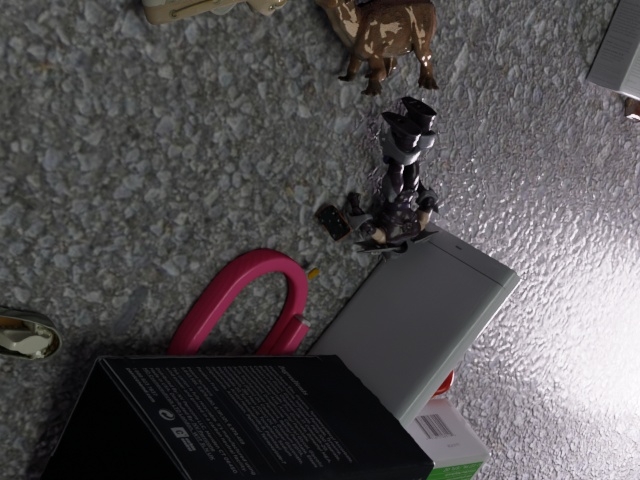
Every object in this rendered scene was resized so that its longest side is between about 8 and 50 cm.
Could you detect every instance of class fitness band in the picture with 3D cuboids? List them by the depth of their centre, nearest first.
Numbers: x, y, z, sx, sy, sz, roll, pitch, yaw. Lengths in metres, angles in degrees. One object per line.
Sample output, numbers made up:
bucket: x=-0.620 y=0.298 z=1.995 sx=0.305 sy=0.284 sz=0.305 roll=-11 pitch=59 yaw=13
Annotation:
fitness band: x=-0.125 y=0.150 z=1.728 sx=0.291 sy=0.054 sz=0.209 roll=-55 pitch=138 yaw=-3

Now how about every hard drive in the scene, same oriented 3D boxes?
hard drive: x=0.143 y=0.146 z=1.841 sx=0.353 sy=0.233 sz=0.047 roll=-51 pitch=139 yaw=-6

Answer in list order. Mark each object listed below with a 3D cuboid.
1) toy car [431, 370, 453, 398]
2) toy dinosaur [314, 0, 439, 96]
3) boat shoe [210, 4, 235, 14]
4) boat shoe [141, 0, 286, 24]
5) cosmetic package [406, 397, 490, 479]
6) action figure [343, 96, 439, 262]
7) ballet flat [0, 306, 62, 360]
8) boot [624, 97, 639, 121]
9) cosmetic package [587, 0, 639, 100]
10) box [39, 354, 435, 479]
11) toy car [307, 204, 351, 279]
toy car: x=0.181 y=0.220 z=1.995 sx=0.159 sy=0.136 sz=0.182 roll=-36 pitch=134 yaw=-21
toy dinosaur: x=0.102 y=-0.326 z=1.602 sx=0.296 sy=0.127 sz=0.200 roll=-12 pitch=115 yaw=-45
boat shoe: x=-0.118 y=-0.359 z=1.431 sx=0.046 sy=0.038 sz=0.125 roll=15 pitch=104 yaw=-25
boat shoe: x=-0.080 y=-0.339 z=1.375 sx=0.302 sy=0.109 sz=0.098 roll=-13 pitch=119 yaw=-10
cosmetic package: x=0.125 y=0.474 z=2.020 sx=0.197 sy=0.155 sz=0.365 roll=1 pitch=128 yaw=-40
action figure: x=0.130 y=-0.084 z=1.797 sx=0.185 sy=0.099 sz=0.285 roll=-24 pitch=133 yaw=-41
ballet flat: x=-0.430 y=0.118 z=1.411 sx=0.213 sy=0.068 sz=0.072 roll=12 pitch=106 yaw=-46
boot: x=0.671 y=-0.288 z=2.220 sx=0.114 sy=0.037 sz=0.106 roll=17 pitch=100 yaw=-42
cosmetic package: x=0.609 y=-0.390 z=2.061 sx=0.117 sy=0.085 sz=0.231 roll=8 pitch=106 yaw=-46
box: x=-0.165 y=0.439 z=1.644 sx=0.472 sy=0.297 sz=0.480 roll=4 pitch=121 yaw=-46
toy car: x=0.000 y=0.000 z=1.772 sx=0.122 sy=0.060 sz=0.040 roll=-53 pitch=-177 yaw=8
